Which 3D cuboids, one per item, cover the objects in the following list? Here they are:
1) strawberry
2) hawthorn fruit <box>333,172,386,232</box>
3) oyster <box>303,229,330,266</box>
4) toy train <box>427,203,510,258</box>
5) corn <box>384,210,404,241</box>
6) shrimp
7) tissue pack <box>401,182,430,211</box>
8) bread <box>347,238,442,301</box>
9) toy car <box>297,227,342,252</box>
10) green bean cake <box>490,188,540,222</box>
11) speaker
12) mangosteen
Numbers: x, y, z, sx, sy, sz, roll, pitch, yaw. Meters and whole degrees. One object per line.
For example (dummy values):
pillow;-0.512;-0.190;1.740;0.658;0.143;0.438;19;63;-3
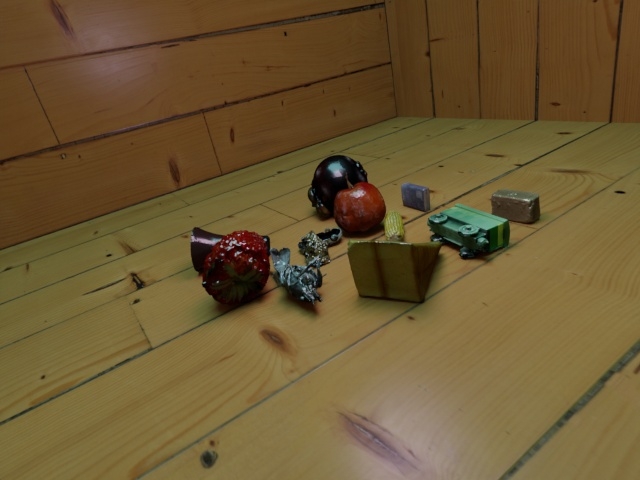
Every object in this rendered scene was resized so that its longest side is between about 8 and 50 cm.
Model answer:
strawberry;-0.306;0.087;1.534;0.261;0.261;0.258;-16;38;-9
hawthorn fruit;0.161;-0.174;1.864;0.241;0.272;0.242;-17;17;5
oyster;-0.019;0.031;1.715;0.105;0.056;0.177;-9;54;6
toy train;0.552;-0.040;1.584;0.202;0.120;0.301;-19;26;-20
corn;0.314;-0.058;1.778;0.081;0.081;0.248;-7;25;11
shrimp;-0.084;0.122;1.504;0.221;0.166;0.410;-1;5;-24
tissue pack;0.456;-0.210;1.999;0.051;0.112;0.156;-23;27;-25
bread;0.275;0.022;1.446;0.233;0.245;0.362;2;32;29
toy car;0.000;0.000;1.824;0.204;0.056;0.095;-20;27;-13
green bean cake;0.795;-0.141;1.702;0.085;0.109;0.179;-26;29;-29
speaker;-0.394;0.011;1.786;0.329;0.259;0.198;-6;62;4
mangosteen;0.077;-0.268;2.128;0.347;0.307;0.307;-36;17;20
